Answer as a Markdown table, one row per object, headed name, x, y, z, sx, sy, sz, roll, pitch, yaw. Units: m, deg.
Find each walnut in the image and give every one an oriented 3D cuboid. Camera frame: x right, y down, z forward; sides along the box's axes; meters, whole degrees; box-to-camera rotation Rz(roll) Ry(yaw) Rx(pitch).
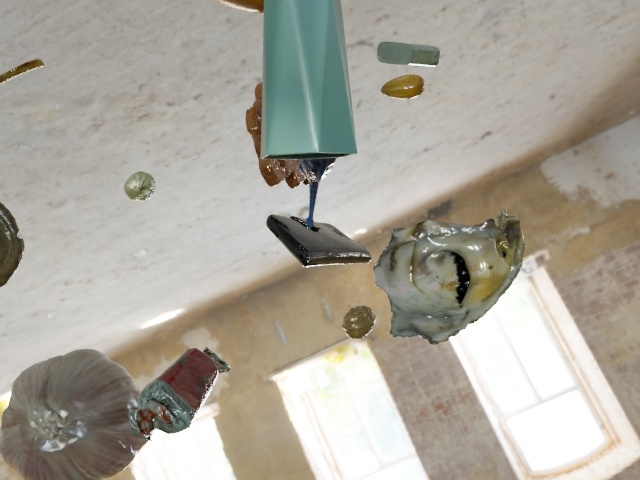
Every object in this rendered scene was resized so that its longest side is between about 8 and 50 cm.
| name | x | y | z | sx | sy | sz | roll | pitch | yaw |
| --- | --- | --- | --- | --- | --- | --- | --- | --- | --- |
| walnut | 0.097 | 0.205 | 1.529 | 0.082 | 0.079 | 0.096 | -4 | -167 | 37 |

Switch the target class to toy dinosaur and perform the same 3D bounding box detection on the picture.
| name | x | y | z | sx | sy | sz | roll | pitch | yaw |
| --- | --- | --- | --- | --- | --- | --- | --- | --- | --- |
| toy dinosaur | -0.008 | -0.167 | 1.152 | 0.076 | 0.144 | 0.329 | -1 | 147 | -15 |

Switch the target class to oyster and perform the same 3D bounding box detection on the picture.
| name | x | y | z | sx | sy | sz | roll | pitch | yaw |
| --- | --- | --- | --- | --- | --- | --- | --- | --- | --- |
| oyster | 0.225 | 0.058 | 1.059 | 0.271 | 0.275 | 0.100 | 17 | 164 | -10 |

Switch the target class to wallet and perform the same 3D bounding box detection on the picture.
| name | x | y | z | sx | sy | sz | roll | pitch | yaw |
| --- | --- | --- | --- | --- | --- | --- | --- | --- | --- |
| wallet | 0.000 | 0.000 | 1.508 | 0.045 | 0.172 | 0.318 | -56 | 153 | 17 |

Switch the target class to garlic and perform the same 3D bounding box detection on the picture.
| name | x | y | z | sx | sy | sz | roll | pitch | yaw |
| --- | --- | --- | --- | --- | --- | --- | --- | --- | --- |
| garlic | -0.526 | 0.381 | 1.305 | 0.317 | 0.317 | 0.259 | -25 | 167 | 1 |

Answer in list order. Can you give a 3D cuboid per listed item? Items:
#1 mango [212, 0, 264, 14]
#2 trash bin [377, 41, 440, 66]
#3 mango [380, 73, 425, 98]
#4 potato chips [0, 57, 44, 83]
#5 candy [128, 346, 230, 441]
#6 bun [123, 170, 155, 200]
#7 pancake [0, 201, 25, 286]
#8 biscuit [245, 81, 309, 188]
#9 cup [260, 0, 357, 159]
| name | x | y | z | sx | sy | sz | roll | pitch | yaw |
| --- | --- | --- | --- | --- | --- | --- | --- | --- | --- |
| mango | -0.185 | -0.551 | 1.207 | 0.160 | 0.290 | 0.191 | -58 | -167 | 18 |
| trash bin | 0.232 | -0.490 | 1.596 | 0.116 | 0.059 | 0.130 | 19 | -158 | 38 |
| mango | 0.166 | -0.310 | 1.228 | 0.089 | 0.060 | 0.046 | -6 | 125 | 6 |
| potato chips | -0.661 | -0.332 | 1.263 | 0.204 | 0.037 | 0.026 | -25 | -151 | 13 |
| candy | -0.210 | 0.227 | 0.931 | 0.059 | 0.086 | 0.292 | -43 | -178 | 15 |
| bun | -0.478 | -0.141 | 1.621 | 0.086 | 0.055 | 0.086 | -27 | 135 | -31 |
| pancake | -0.610 | 0.006 | 1.040 | 0.199 | 0.199 | 0.021 | -12 | 172 | -40 |
| biscuit | -0.081 | -0.235 | 1.500 | 0.043 | 0.284 | 0.306 | -18 | 154 | 29 |
| cup | -0.018 | -0.236 | 0.863 | 0.148 | 0.236 | 0.134 | 2 | -174 | 15 |
